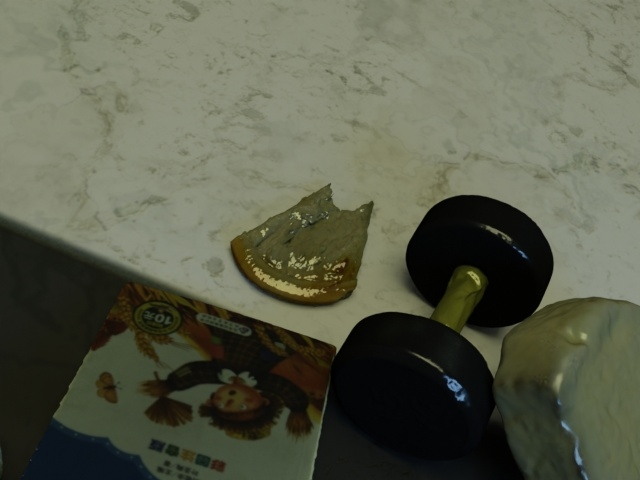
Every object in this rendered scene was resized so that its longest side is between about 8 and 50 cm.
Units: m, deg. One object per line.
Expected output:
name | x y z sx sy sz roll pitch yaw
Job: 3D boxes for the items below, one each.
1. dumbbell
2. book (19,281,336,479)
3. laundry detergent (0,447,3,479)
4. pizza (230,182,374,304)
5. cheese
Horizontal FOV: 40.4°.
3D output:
dumbbell | 0.168 0.106 1.150 0.204 0.203 0.322 30 50 7
book | -0.153 0.232 1.003 0.300 0.039 0.428 18 38 -3
laundry detergent | -0.522 0.233 0.843 0.398 0.125 0.263 -7 91 -32
pizza | 0.000 0.000 1.288 0.181 0.034 0.262 37 51 13
cheese | 0.336 0.220 1.073 0.326 0.115 0.317 25 66 -37
